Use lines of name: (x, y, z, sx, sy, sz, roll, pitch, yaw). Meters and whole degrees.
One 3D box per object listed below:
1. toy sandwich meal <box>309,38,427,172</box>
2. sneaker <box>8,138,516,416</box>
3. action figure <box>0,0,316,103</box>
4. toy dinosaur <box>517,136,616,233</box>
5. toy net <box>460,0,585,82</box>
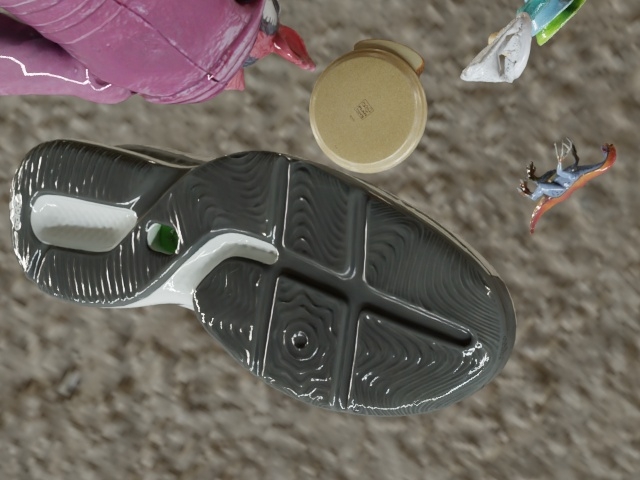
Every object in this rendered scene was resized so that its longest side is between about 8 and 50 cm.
toy sandwich meal: (0.032, -0.084, 1.065, 0.086, 0.029, 0.085, 1, 93, 20)
sneaker: (0.000, -0.001, 1.311, 0.447, 0.257, 0.169, 17, 106, 36)
action figure: (-0.116, -0.160, 0.827, 0.248, 0.370, 0.275, -46, 42, 15)
toy dinosaur: (0.210, -0.053, 1.423, 0.082, 0.090, 0.047, 1, 32, 30)
toy net: (0.201, -0.199, 1.552, 0.122, 0.045, 0.232, -41, 6, 40)
